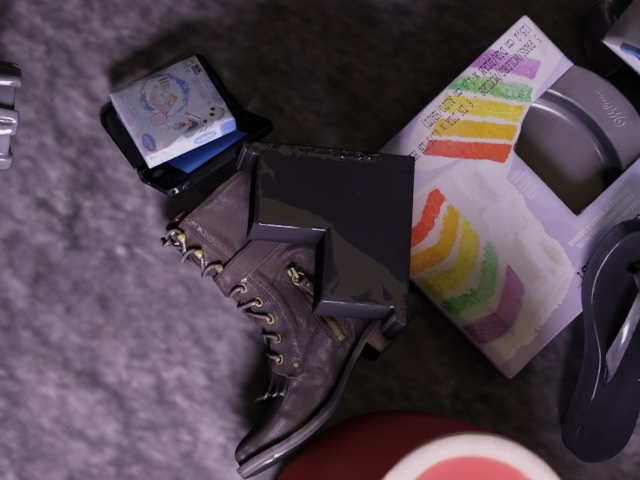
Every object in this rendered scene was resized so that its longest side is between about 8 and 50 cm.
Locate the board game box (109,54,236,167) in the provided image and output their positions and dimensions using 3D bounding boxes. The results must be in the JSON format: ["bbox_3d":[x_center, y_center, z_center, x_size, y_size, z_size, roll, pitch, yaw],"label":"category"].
[{"bbox_3d":[-0.137,-0.120,1.726,0.090,0.020,0.090,-24,55,-11],"label":"board game box"}]

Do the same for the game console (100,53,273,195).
[{"bbox_3d":[-0.125,-0.109,1.737,0.122,0.107,0.071,-35,118,-17],"label":"game console"}]

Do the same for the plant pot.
[{"bbox_3d":[0.099,0.273,1.629,0.275,0.243,0.275,2,80,-13],"label":"plant pot"}]

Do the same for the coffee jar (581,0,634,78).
[{"bbox_3d":[0.361,-0.222,1.861,0.184,0.096,0.079,-15,82,-16],"label":"coffee jar"}]

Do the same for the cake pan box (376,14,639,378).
[{"bbox_3d":[0.187,-0.043,1.764,0.267,0.070,0.246,-42,90,-2],"label":"cake pan box"}]

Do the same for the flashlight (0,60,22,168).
[{"bbox_3d":[-0.421,-0.125,1.649,0.304,0.103,0.103,5,74,-14],"label":"flashlight"}]

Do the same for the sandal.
[{"bbox_3d":[0.289,0.098,1.736,0.097,0.054,0.254,-10,119,-27],"label":"sandal"}]

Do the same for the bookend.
[{"bbox_3d":[0.000,0.000,1.669,0.156,0.072,0.157,5,75,-8],"label":"bookend"}]

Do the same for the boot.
[{"bbox_3d":[-0.057,0.064,1.722,0.229,0.091,0.263,40,69,2],"label":"boot"}]

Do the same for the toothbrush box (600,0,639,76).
[{"bbox_3d":[0.440,-0.127,1.745,0.295,0.216,0.126,37,91,-27],"label":"toothbrush box"}]
